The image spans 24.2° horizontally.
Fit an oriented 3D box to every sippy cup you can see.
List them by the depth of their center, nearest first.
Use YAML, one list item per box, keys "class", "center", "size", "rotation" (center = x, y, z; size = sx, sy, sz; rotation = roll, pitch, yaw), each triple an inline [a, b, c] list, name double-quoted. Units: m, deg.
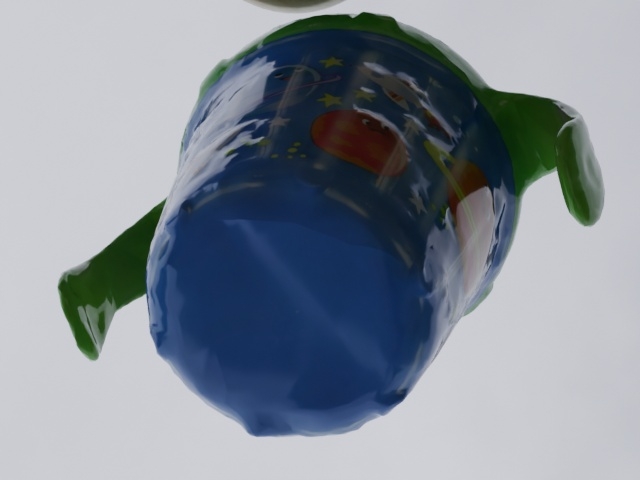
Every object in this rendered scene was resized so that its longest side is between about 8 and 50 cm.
- class: "sippy cup"
  center: [0.000, 0.000, 0.908]
  size: [0.240, 0.305, 0.224]
  rotation: [35, -155, -4]

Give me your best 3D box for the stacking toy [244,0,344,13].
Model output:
- class: "stacking toy"
  center: [-0.011, -0.284, 1.085]
  size: [0.141, 0.141, 0.330]
  rotation: [25, -153, -11]
